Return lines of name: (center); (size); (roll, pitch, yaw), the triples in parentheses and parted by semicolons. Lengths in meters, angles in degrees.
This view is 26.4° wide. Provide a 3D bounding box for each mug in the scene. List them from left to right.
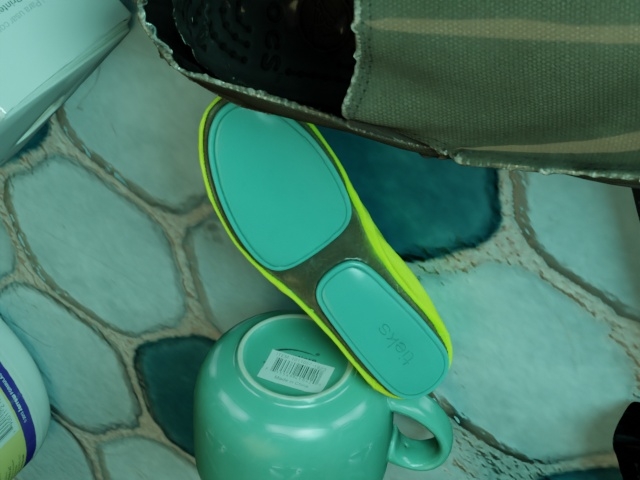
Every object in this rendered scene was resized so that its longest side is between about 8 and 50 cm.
mug: (-0.005, 0.103, 0.888); (0.129, 0.158, 0.097); (54, 152, 40)

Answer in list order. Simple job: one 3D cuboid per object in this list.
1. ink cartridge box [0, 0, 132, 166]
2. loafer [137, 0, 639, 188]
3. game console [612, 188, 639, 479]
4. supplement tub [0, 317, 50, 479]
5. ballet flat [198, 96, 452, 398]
ink cartridge box: (-0.300, -0.174, 0.854); (0.307, 0.129, 0.223); (48, 140, -7)
loafer: (0.064, -0.084, 0.600); (0.366, 0.130, 0.133); (6, 104, 37)
game console: (0.244, 0.072, 0.699); (0.213, 0.044, 0.361); (6, 131, 36)
supplement tub: (-0.416, 0.195, 1.145); (0.241, 0.331, 0.241); (23, 138, 22)
ballet flat: (0.000, 0.000, 0.813); (0.077, 0.077, 0.231); (-34, 112, 6)
